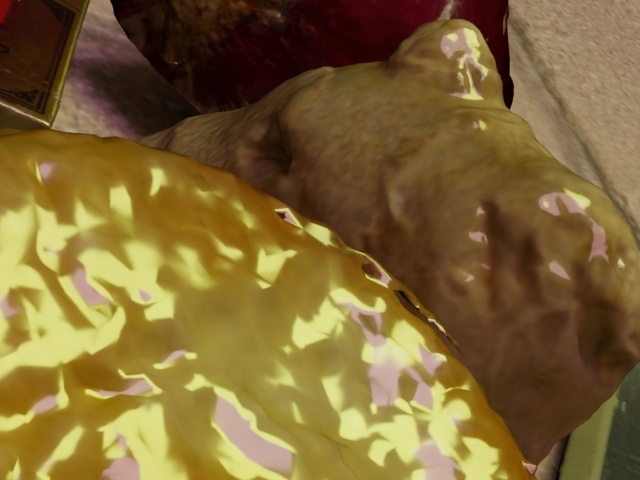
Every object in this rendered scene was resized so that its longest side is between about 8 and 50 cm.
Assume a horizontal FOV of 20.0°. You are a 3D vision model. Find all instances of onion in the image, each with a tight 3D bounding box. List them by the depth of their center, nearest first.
[{"bbox_3d":[0.021,-0.143,1.067,0.206,0.207,0.216,49,26,24],"label":"onion"}]

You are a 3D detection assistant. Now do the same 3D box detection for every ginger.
[{"bbox_3d":[0.000,0.000,0.815,0.126,0.190,0.354,1,0,-43],"label":"ginger"}]

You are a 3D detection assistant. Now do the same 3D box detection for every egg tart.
[{"bbox_3d":[-0.067,0.114,0.490,0.443,0.178,0.443,22,39,-20],"label":"egg tart"}]

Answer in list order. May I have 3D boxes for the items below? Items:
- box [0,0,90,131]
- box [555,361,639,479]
[{"bbox_3d":[-0.210,-0.116,0.961,0.159,0.071,0.240,26,25,-13],"label":"box"},{"bbox_3d":[0.223,0.141,0.975,0.211,0.045,0.270,30,26,3],"label":"box"}]
